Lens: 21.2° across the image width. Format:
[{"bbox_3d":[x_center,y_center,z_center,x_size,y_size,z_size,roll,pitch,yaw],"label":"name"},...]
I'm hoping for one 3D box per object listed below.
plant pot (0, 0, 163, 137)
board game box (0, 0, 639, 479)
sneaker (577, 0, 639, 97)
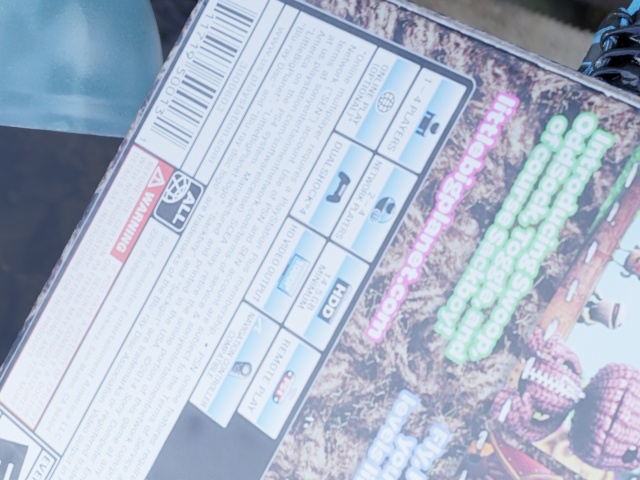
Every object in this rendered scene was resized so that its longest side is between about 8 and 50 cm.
[{"bbox_3d":[-0.270,-0.196,1.491,0.293,0.293,0.196,6,92,14],"label":"plant pot"},{"bbox_3d":[0.053,0.089,0.423,0.291,0.141,0.232,32,94,43],"label":"board game box"},{"bbox_3d":[0.207,-0.094,1.203,0.125,0.341,0.140,11,117,17],"label":"sneaker"}]
